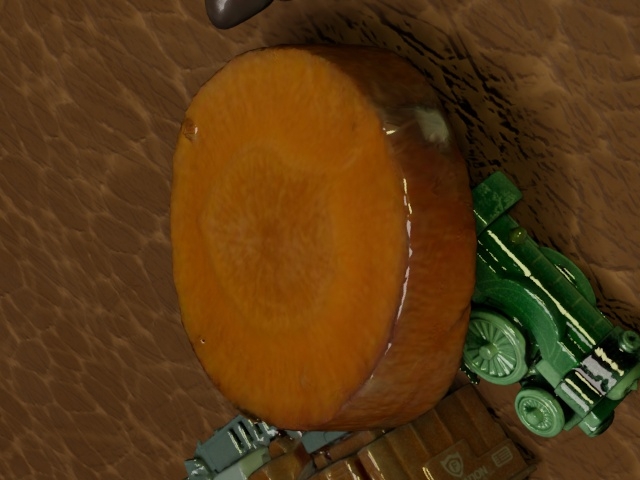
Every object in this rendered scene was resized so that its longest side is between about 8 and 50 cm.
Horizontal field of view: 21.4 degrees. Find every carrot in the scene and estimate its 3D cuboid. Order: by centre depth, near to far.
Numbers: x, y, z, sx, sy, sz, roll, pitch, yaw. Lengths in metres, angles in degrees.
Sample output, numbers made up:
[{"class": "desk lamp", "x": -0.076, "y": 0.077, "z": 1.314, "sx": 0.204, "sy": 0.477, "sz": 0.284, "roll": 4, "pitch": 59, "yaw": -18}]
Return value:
[{"class": "carrot", "x": 0.000, "y": 0.000, "z": 1.112, "sx": 0.258, "sy": 0.100, "sz": 0.307, "roll": 67, "pitch": 151, "yaw": 16}]

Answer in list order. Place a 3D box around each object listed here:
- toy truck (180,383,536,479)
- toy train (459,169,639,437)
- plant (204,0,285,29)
[{"class": "toy truck", "x": 0.008, "y": 0.189, "z": 1.352, "sx": 0.184, "sy": 0.133, "sz": 0.338, "roll": 60, "pitch": 146, "yaw": 5}, {"class": "toy train", "x": 0.136, "y": 0.047, "z": 1.097, "sx": 0.178, "sy": 0.071, "sz": 0.104, "roll": 47, "pitch": 138, "yaw": 7}, {"class": "plant", "x": 0.011, "y": -0.231, "z": 0.858, "sx": 0.320, "sy": 0.181, "sz": 0.194, "roll": -16, "pitch": 111, "yaw": 52}]
